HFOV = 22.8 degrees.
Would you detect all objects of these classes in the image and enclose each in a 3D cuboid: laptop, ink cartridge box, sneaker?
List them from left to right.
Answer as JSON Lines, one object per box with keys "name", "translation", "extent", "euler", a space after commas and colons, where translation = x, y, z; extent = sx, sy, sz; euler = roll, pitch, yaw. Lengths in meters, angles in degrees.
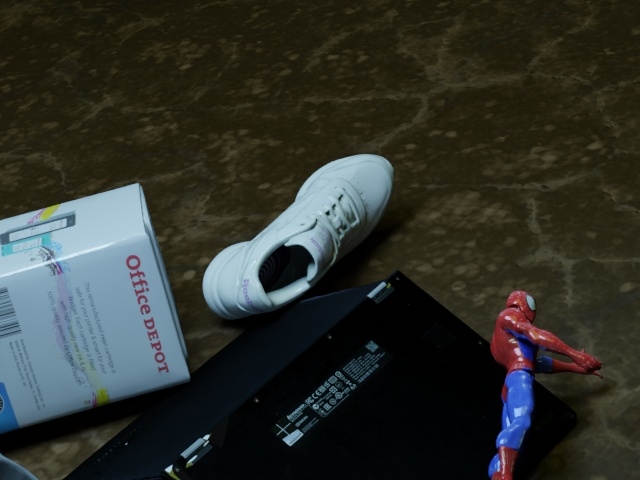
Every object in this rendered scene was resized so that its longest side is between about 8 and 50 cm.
{"name": "ink cartridge box", "translation": [-0.313, 0.081, 1.902], "extent": [0.270, 0.198, 0.197], "euler": [-15, 22, -4]}
{"name": "laptop", "translation": [-0.013, 0.232, 1.744], "extent": [0.408, 0.236, 0.382], "euler": [38, 54, 18]}
{"name": "sneaker", "translation": [0.000, 0.000, 1.988], "extent": [0.305, 0.114, 0.152], "euler": [-42, 18, -24]}

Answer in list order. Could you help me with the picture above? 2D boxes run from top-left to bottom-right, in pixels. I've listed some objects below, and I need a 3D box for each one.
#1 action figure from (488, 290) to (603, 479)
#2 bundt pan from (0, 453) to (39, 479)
{"name": "action figure", "translation": [0.240, 0.167, 1.642], "extent": [0.139, 0.091, 0.280], "euler": [5, 50, -2]}
{"name": "bundt pan", "translation": [-0.366, 0.309, 1.524], "extent": [0.124, 0.331, 0.331], "euler": [-50, 31, 12]}
